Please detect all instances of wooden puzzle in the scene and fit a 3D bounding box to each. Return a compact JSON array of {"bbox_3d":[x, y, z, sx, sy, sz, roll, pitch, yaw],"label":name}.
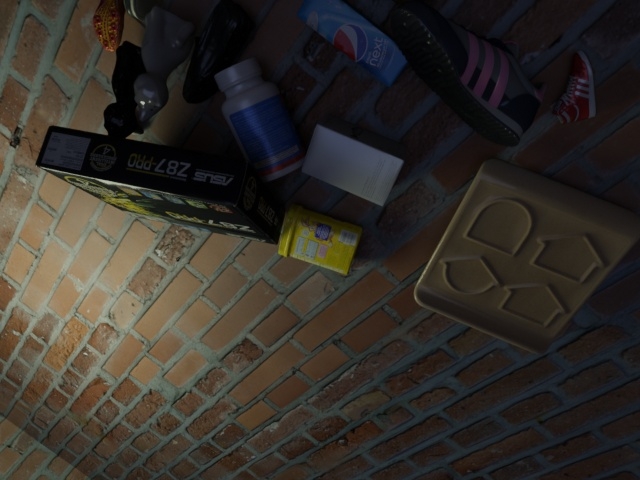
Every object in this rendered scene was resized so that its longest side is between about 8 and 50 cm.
[{"bbox_3d":[0.409,0.037,0.881,0.321,0.080,0.348,22,116,3],"label":"wooden puzzle"}]

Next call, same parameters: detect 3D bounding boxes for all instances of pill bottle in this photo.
[{"bbox_3d":[-0.122,-0.240,0.848,0.124,0.124,0.222,-15,113,22],"label":"pill bottle"}]

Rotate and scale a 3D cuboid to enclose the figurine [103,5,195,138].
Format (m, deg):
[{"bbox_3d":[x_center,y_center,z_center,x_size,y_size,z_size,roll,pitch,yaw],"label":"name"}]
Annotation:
[{"bbox_3d":[-0.333,-0.300,0.799,0.214,0.210,0.092,-14,152,42],"label":"figurine"}]

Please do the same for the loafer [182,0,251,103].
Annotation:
[{"bbox_3d":[-0.218,-0.371,0.841,0.078,0.076,0.223,53,124,11],"label":"loafer"}]

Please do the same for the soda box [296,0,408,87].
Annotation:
[{"bbox_3d":[0.065,-0.370,0.759,0.210,0.071,0.067,35,120,-5],"label":"soda box"}]

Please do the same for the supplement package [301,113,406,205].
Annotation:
[{"bbox_3d":[0.069,-0.164,0.847,0.179,0.105,0.105,23,121,2],"label":"supplement package"}]

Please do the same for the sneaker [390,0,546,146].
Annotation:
[{"bbox_3d":[0.254,-0.300,0.704,0.318,0.112,0.131,35,91,-26],"label":"sneaker"}]

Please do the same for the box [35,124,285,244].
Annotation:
[{"bbox_3d":[-0.297,-0.100,0.874,0.394,0.318,0.097,11,80,9],"label":"box"}]

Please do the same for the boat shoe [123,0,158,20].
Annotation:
[{"bbox_3d":[-0.347,-0.531,0.775,0.078,0.084,0.234,7,106,16],"label":"boat shoe"}]

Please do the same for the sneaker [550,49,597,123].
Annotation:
[{"bbox_3d":[0.435,-0.261,0.733,0.066,0.042,0.119,-16,114,19],"label":"sneaker"}]

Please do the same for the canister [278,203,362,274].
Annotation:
[{"bbox_3d":[0.000,0.000,0.970,0.169,0.073,0.126,18,120,4],"label":"canister"}]

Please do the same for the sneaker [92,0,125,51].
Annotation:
[{"bbox_3d":[-0.402,-0.463,0.829,0.064,0.067,0.175,12,102,10],"label":"sneaker"}]

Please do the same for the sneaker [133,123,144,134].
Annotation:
[{"bbox_3d":[-0.444,-0.274,0.971,0.083,0.031,0.035,30,120,-2],"label":"sneaker"}]

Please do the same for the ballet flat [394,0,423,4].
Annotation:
[{"bbox_3d":[0.136,-0.552,0.640,0.124,0.116,0.343,21,126,26],"label":"ballet flat"}]
